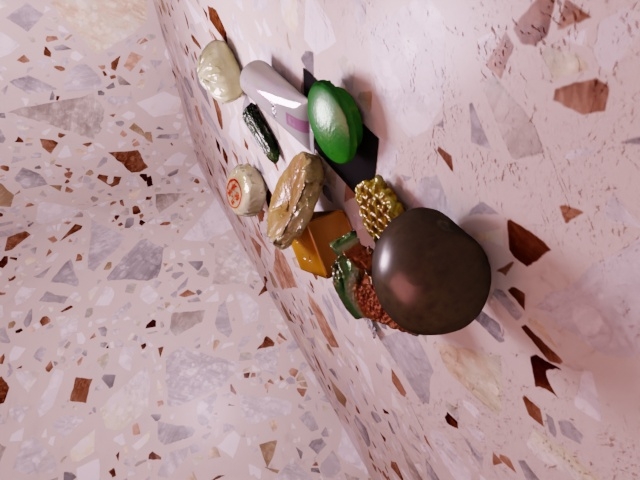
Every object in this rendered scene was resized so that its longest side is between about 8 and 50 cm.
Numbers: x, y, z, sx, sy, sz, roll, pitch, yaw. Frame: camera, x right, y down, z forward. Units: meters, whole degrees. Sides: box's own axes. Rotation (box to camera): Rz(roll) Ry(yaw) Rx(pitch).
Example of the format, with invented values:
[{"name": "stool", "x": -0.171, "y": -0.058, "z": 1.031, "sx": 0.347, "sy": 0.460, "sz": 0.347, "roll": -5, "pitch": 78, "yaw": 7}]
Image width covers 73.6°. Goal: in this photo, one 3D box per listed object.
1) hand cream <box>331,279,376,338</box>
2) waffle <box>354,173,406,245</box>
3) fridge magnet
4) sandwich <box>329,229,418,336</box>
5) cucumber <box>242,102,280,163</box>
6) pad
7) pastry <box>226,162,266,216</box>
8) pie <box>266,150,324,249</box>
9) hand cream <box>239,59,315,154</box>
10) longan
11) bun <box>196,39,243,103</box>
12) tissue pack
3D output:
[{"name": "hand cream", "x": 0.128, "y": 0.236, "z": 1.549, "sx": 0.257, "sy": 0.050, "sz": 0.084, "roll": 51, "pitch": 160, "yaw": 22}, {"name": "waffle", "x": 0.157, "y": -0.046, "z": 1.071, "sx": 0.238, "sy": 0.059, "sz": 0.243, "roll": 62, "pitch": 165, "yaw": 3}, {"name": "fridge magnet", "x": 0.034, "y": -0.290, "z": 1.050, "sx": 0.208, "sy": 0.088, "sz": 0.208, "roll": 55, "pitch": 160, "yaw": 31}, {"name": "sandwich", "x": 0.141, "y": 0.140, "z": 1.109, "sx": 0.301, "sy": 0.162, "sz": 0.250, "roll": 41, "pitch": 172, "yaw": 32}, {"name": "cucumber", "x": -0.229, "y": -0.421, "z": 1.684, "sx": 0.265, "sy": 0.077, "sz": 0.077, "roll": 58, "pitch": 161, "yaw": 15}, {"name": "pad", "x": 0.046, "y": -0.281, "z": 1.182, "sx": 0.367, "sy": 0.007, "sz": 0.247, "roll": 53, "pitch": 158, "yaw": 34}, {"name": "pastry", "x": -0.371, "y": -0.247, "z": 2.121, "sx": 0.265, "sy": 0.133, "sz": 0.265, "roll": 7, "pitch": 99, "yaw": 49}, {"name": "pie", "x": -0.089, "y": -0.129, "z": 1.364, "sx": 0.339, "sy": 0.083, "sz": 0.339, "roll": -51, "pitch": 26, "yaw": 38}, {"name": "hand cream", "x": -0.122, "y": -0.426, "z": 1.315, "sx": 0.358, "sy": 0.118, "sz": 0.185, "roll": 49, "pitch": 155, "yaw": 31}, {"name": "longan", "x": 0.209, "y": 0.057, "z": 0.828, "sx": 0.248, "sy": 0.248, "sz": 0.248, "roll": 54, "pitch": 159, "yaw": 32}, {"name": "bun", "x": -0.418, "y": -0.679, "z": 1.738, "sx": 0.259, "sy": 0.160, "sz": 0.259, "roll": 55, "pitch": 157, "yaw": 37}, {"name": "tissue pack", "x": 0.000, "y": 0.000, "z": 1.451, "sx": 0.194, "sy": 0.145, "sz": 0.274, "roll": 68, "pitch": 162, "yaw": -11}]
